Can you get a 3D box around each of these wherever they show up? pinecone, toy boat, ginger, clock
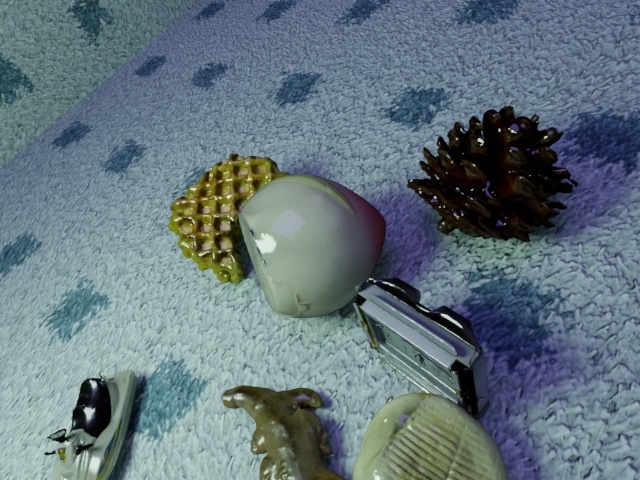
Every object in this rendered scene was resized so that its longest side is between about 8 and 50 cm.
[{"bbox_3d":[0.339,-0.129,0.959,0.296,0.242,0.298,-34,39,-1],"label":"pinecone"},{"bbox_3d":[-0.474,0.388,1.003,0.140,0.141,0.269,-16,32,14],"label":"toy boat"},{"bbox_3d":[-0.047,0.358,0.853,0.166,0.080,0.333,-25,36,-16],"label":"ginger"},{"bbox_3d":[0.175,0.176,0.819,0.083,0.186,0.253,-41,46,-18],"label":"clock"}]

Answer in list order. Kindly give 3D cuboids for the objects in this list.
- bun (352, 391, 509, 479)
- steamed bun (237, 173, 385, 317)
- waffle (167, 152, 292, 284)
[{"bbox_3d":[0.154,0.348,0.718,0.229,0.145,0.229,7,49,-8],"label":"bun"},{"bbox_3d":[0.000,0.000,1.004,0.309,0.309,0.309,-14,47,16],"label":"steamed bun"},{"bbox_3d":[-0.198,-0.064,1.198,0.261,0.151,0.324,42,72,10],"label":"waffle"}]
